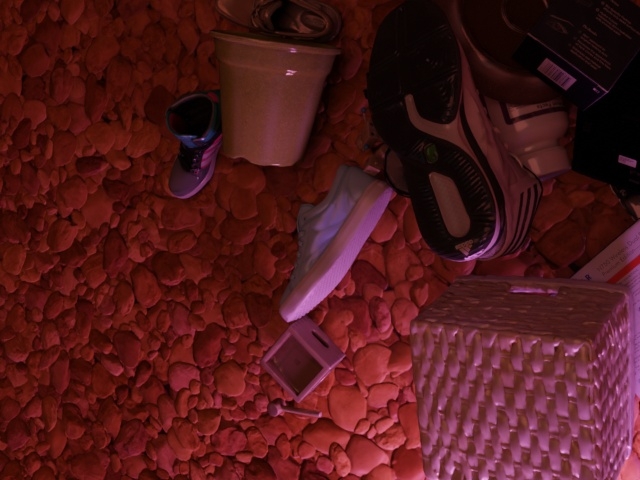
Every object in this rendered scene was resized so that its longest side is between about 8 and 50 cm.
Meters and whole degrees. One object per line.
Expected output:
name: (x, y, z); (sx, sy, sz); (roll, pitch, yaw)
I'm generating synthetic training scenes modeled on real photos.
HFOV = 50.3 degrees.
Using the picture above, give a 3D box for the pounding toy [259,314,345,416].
pounding toy: (-0.041, 0.305, 1.516); (0.181, 0.094, 0.206); (44, 117, 11)

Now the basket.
basket: (0.351, 0.255, 1.190); (0.328, 0.266, 0.331); (2, 106, 34)

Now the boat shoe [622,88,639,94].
boat shoe: (0.599, -0.272, 1.212); (0.109, 0.089, 0.258); (26, 102, 21)

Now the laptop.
laptop: (0.564, -0.221, 1.137); (0.234, 0.137, 0.264); (38, 138, 55)

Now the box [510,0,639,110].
box: (0.427, -0.326, 1.108); (0.156, 0.093, 0.158); (39, 81, 4)

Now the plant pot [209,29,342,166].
plant pot: (-0.107, -0.299, 1.451); (0.276, 0.276, 0.254); (15, 110, 23)

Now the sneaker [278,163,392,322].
sneaker: (0.000, 0.000, 1.469); (0.150, 0.135, 0.366); (37, 94, 20)

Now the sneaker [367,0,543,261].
sneaker: (0.231, -0.172, 1.150); (0.169, 0.257, 0.447); (-22, 73, 34)

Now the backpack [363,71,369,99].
backpack: (0.183, -0.297, 1.365); (0.173, 0.158, 0.117); (42, 89, 3)

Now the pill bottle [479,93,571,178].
pill bottle: (0.362, -0.255, 1.276); (0.169, 0.169, 0.301); (-18, 84, 23)

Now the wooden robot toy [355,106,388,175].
wooden robot toy: (0.110, -0.207, 1.451); (0.079, 0.076, 0.173); (135, 138, -57)

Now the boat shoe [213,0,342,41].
boat shoe: (-0.106, -0.499, 1.485); (0.302, 0.098, 0.109); (19, 113, 13)

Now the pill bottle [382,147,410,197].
pill bottle: (0.210, -0.138, 1.317); (0.123, 0.219, 0.122); (1, 91, 24)

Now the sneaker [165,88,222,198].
sneaker: (-0.296, -0.223, 1.559); (0.124, 0.178, 0.295); (38, 106, 18)

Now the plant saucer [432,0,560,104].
plant saucer: (0.350, -0.392, 1.184); (0.311, 0.050, 0.310); (1, 82, -5)

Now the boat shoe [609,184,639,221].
boat shoe: (0.572, -0.080, 1.258); (0.046, 0.038, 0.125); (-27, 81, 22)

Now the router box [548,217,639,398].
router box: (0.619, 0.103, 1.168); (0.301, 0.082, 0.335); (50, 126, 15)
